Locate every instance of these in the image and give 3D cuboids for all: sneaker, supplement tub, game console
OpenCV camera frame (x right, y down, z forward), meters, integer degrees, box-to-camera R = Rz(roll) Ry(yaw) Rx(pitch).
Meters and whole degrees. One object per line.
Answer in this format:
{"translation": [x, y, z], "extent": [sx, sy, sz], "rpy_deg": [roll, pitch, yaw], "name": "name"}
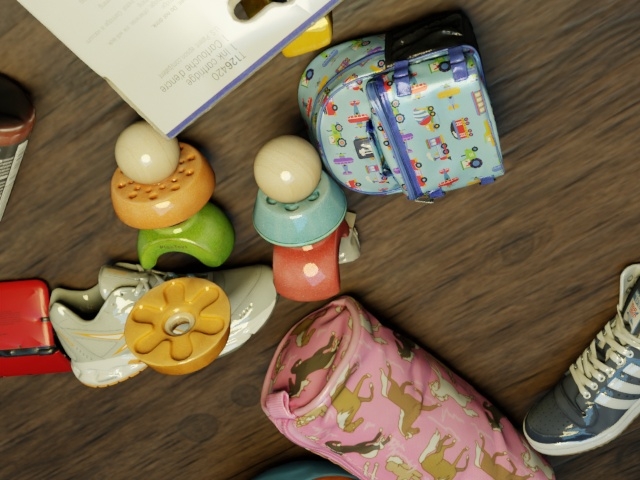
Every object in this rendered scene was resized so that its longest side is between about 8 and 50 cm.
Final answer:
{"translation": [0.337, 0.130, 1.022], "extent": [0.282, 0.099, 0.153], "rpy_deg": [-32, 127, 11], "name": "sneaker"}
{"translation": [-0.345, -0.059, 0.846], "extent": [0.106, 0.106, 0.198], "rpy_deg": [21, 124, -17], "name": "supplement tub"}
{"translation": [-0.173, 0.068, 0.958], "extent": [0.262, 0.099, 0.121], "rpy_deg": [-20, 121, 10], "name": "sneaker"}
{"translation": [-0.365, 0.104, 1.023], "extent": [0.144, 0.085, 0.124], "rpy_deg": [-5, 96, 0], "name": "game console"}

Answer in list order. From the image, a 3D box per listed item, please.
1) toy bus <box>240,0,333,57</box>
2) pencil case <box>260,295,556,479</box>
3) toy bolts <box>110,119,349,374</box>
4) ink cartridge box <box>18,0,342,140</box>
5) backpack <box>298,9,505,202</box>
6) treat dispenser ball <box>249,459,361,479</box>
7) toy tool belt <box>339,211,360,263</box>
{"translation": [-0.085, -0.299, 0.676], "extent": [0.130, 0.108, 0.332], "rpy_deg": [-15, 126, 8], "name": "toy bus"}
{"translation": [0.107, 0.226, 1.042], "extent": [0.160, 0.167, 0.386], "rpy_deg": [-39, 117, 22], "name": "pencil case"}
{"translation": [-0.091, -0.009, 0.817], "extent": [0.229, 0.218, 0.158], "rpy_deg": [-5, 138, 9], "name": "toy bolts"}
{"translation": [-0.104, -0.265, 0.596], "extent": [0.304, 0.072, 0.307], "rpy_deg": [-35, 123, 20], "name": "ink cartridge box"}
{"translation": [0.068, -0.111, 0.822], "extent": [0.173, 0.117, 0.158], "rpy_deg": [-12, 126, 9], "name": "backpack"}
{"translation": [-0.009, 0.417, 1.103], "extent": [0.288, 0.288, 0.288], "rpy_deg": [-1, 127, -2], "name": "treat dispenser ball"}
{"translation": [0.000, 0.000, 0.949], "extent": [0.083, 0.052, 0.051], "rpy_deg": [-10, 95, 0], "name": "toy tool belt"}
